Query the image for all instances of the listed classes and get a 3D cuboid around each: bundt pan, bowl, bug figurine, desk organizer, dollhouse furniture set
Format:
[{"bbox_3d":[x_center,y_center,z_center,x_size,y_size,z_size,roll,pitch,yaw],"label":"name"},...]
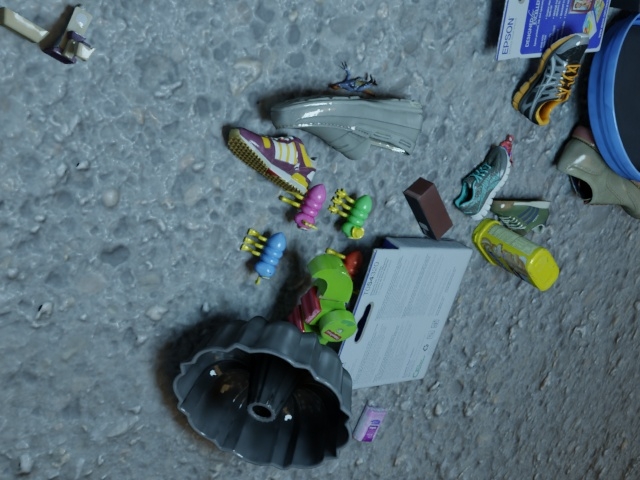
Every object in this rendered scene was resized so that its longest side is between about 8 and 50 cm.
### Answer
[{"bbox_3d":[-0.090,0.262,1.408,0.124,0.331,0.331,-69,150,-48],"label":"bundt pan"},{"bbox_3d":[0.731,-0.318,1.747,0.391,0.077,0.391,-3,94,-37],"label":"bowl"},{"bbox_3d":[0.000,0.000,1.461,0.279,0.072,0.216,12,105,-39],"label":"bug figurine"},{"bbox_3d":[0.222,-0.064,1.606,0.050,0.047,0.130,-43,131,-13],"label":"desk organizer"},{"bbox_3d":[-0.357,-0.300,1.046,0.114,0.091,0.081,28,80,-39],"label":"dollhouse furniture set"}]

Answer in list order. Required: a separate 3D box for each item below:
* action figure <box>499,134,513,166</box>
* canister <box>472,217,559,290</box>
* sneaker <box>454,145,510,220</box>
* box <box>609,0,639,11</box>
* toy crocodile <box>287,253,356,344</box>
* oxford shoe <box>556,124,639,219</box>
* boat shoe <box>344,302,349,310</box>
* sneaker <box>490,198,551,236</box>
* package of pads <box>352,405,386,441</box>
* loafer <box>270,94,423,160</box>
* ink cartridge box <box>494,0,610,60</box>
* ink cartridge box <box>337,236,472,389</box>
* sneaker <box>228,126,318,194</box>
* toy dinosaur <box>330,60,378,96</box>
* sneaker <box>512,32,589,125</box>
[{"bbox_3d":[0.394,-0.171,1.688,0.038,0.030,0.115,0,111,-31],"label":"action figure"},{"bbox_3d":[0.429,0.031,1.723,0.073,0.170,0.126,-49,131,-5],"label":"canister"},{"bbox_3d":[0.339,-0.124,1.651,0.076,0.065,0.166,15,102,-36],"label":"sneaker"},{"bbox_3d":[0.723,-0.611,1.648,0.261,0.103,0.184,-26,124,-23],"label":"box"},{"bbox_3d":[-0.020,0.164,1.462,0.105,0.115,0.340,8,135,-22],"label":"toy crocodile"},{"bbox_3d":[0.667,-0.131,1.856,0.348,0.123,0.130,35,95,-32],"label":"oxford shoe"},{"bbox_3d":[0.036,0.135,1.548,0.038,0.046,0.125,-27,158,-24],"label":"boat shoe"},{"bbox_3d":[0.446,-0.049,1.754,0.192,0.064,0.086,-2,99,-38],"label":"sneaker"},{"bbox_3d":[0.111,0.418,1.789,0.050,0.032,0.083,15,104,-37],"label":"package of pads"},{"bbox_3d":[0.055,-0.195,1.368,0.319,0.112,0.111,-4,100,-35],"label":"loafer"},{"bbox_3d":[0.457,-0.515,1.528,0.307,0.072,0.303,-11,121,-29],"label":"ink cartridge box"},{"bbox_3d":[0.149,0.150,1.628,0.330,0.071,0.324,3,112,-45],"label":"ink cartridge box"},{"bbox_3d":[-0.079,-0.154,1.334,0.185,0.069,0.084,38,72,-42],"label":"sneaker"},{"bbox_3d":[0.059,-0.269,1.385,0.082,0.047,0.090,-19,136,-5],"label":"toy dinosaur"},{"bbox_3d":[0.477,-0.323,1.577,0.084,0.083,0.215,-9,145,-32],"label":"sneaker"}]
